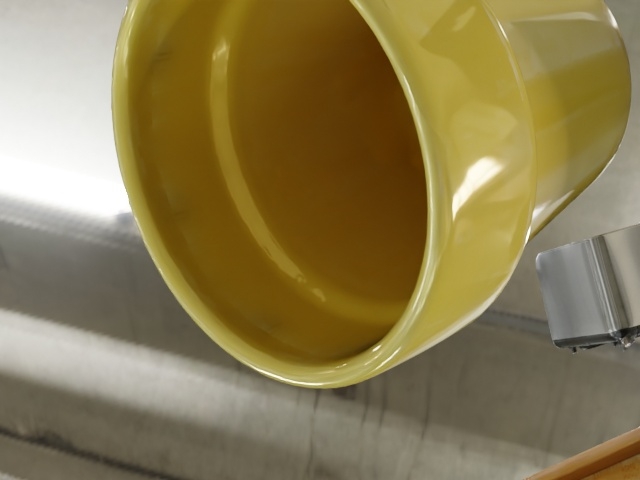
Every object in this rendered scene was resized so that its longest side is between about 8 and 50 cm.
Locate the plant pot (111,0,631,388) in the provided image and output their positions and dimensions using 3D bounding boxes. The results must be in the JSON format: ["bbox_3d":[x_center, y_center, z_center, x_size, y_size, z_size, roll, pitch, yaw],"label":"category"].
[{"bbox_3d":[0.047,-0.072,0.789,0.239,0.254,0.254,-21,-127,-43],"label":"plant pot"}]

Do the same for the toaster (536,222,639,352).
[{"bbox_3d":[0.320,0.038,1.334,0.168,0.186,0.110,-16,-93,-13],"label":"toaster"}]

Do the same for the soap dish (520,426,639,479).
[{"bbox_3d":[0.184,0.242,0.846,0.229,0.118,0.291,-27,-161,14],"label":"soap dish"}]
